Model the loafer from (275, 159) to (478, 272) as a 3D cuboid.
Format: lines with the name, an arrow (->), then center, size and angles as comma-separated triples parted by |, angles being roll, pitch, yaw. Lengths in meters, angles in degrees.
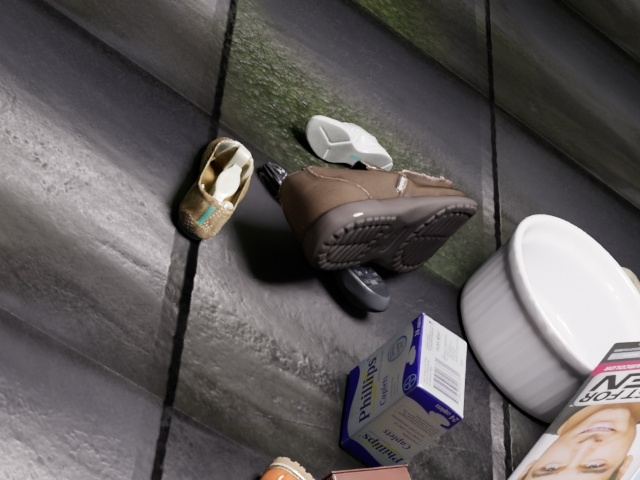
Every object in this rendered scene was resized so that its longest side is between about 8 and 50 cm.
loafer -> 0.074, -0.048, 2.058 | 0.130, 0.134, 0.366 | 52, 21, 20

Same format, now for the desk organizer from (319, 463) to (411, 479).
desk organizer -> 0.049, 0.281, 1.823 | 0.130, 0.047, 0.050 | 4, 56, -49

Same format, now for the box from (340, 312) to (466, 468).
box -> 0.095, 0.175, 1.903 | 0.072, 0.137, 0.126 | 35, 34, -19

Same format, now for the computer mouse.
computer mouse -> 0.000, 0.000, 2.078 | 0.242, 0.041, 0.071 | 51, 22, 17

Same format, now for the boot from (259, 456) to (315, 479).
boot -> -0.009, 0.304, 1.723 | 0.158, 0.059, 0.084 | 40, 35, 1

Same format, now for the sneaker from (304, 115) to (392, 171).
sneaker -> 0.030, -0.134, 2.242 | 0.152, 0.054, 0.061 | 27, 28, -41

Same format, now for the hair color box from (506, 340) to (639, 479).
hair color box -> 0.355, 0.263, 1.956 | 0.374, 0.185, 0.113 | -45, 113, -38

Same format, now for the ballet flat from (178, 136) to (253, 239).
ballet flat -> -0.111, -0.074, 1.984 | 0.073, 0.067, 0.206 | 38, 33, -15

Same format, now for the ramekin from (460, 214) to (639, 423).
ramekin -> 0.317, 0.114, 2.242 | 0.277, 0.135, 0.277 | 31, 37, -27

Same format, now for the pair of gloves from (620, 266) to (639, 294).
pair of gloves -> 0.477, 0.137, 2.502 | 0.204, 0.042, 0.240 | 44, 31, -7
